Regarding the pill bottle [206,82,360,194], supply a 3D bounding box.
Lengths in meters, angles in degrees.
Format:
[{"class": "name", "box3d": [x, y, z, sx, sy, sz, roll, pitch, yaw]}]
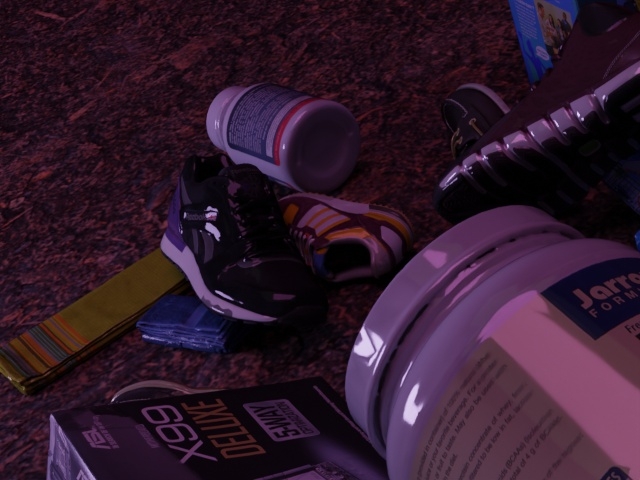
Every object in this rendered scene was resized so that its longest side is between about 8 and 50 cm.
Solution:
[{"class": "pill bottle", "box3d": [-0.048, -0.123, 1.663, 0.108, 0.108, 0.180, -36, 35, -24]}]

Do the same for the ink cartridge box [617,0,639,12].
[{"class": "ink cartridge box", "box3d": [0.419, -0.373, 1.738, 0.396, 0.151, 0.270, -14, 32, 14]}]

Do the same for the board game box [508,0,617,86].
[{"class": "board game box", "box3d": [0.260, -0.219, 1.534, 0.047, 0.210, 0.160, -28, 32, -11]}]

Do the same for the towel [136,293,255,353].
[{"class": "towel", "box3d": [-0.123, 0.081, 1.466, 0.119, 0.029, 0.067, 4, 38, 36]}]

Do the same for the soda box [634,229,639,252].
[{"class": "soda box", "box3d": [0.369, -0.031, 1.309, 0.067, 0.071, 0.210, 13, 44, 42]}]

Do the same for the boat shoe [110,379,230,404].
[{"class": "boat shoe", "box3d": [-0.130, 0.161, 1.320, 0.152, 0.056, 0.049, -4, 30, 25]}]

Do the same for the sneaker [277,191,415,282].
[{"class": "sneaker", "box3d": [0.000, 0.000, 1.481, 0.186, 0.069, 0.084, 3, 33, 35]}]

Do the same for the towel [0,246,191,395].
[{"class": "towel", "box3d": [-0.236, 0.076, 1.547, 0.237, 0.021, 0.102, -34, 34, -21]}]

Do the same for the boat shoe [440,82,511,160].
[{"class": "boat shoe", "box3d": [0.176, -0.096, 1.513, 0.069, 0.081, 0.228, -26, 35, -11]}]

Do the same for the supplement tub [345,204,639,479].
[{"class": "supplement tub", "box3d": [0.189, 0.146, 0.911, 0.235, 0.235, 0.325, -32, 50, -19]}]

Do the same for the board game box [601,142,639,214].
[{"class": "board game box", "box3d": [0.370, -0.140, 1.387, 0.194, 0.060, 0.194, -49, -1, 38]}]

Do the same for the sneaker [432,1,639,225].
[{"class": "sneaker", "box3d": [0.227, -0.126, 1.387, 0.281, 0.106, 0.162, -29, 39, 29]}]

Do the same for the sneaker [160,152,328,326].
[{"class": "sneaker", "box3d": [-0.081, -0.008, 1.456, 0.107, 0.124, 0.283, -2, 21, -32]}]

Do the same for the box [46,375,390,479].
[{"class": "box", "box3d": [-0.041, 0.211, 1.077, 0.243, 0.076, 0.307, -4, 23, -27]}]
